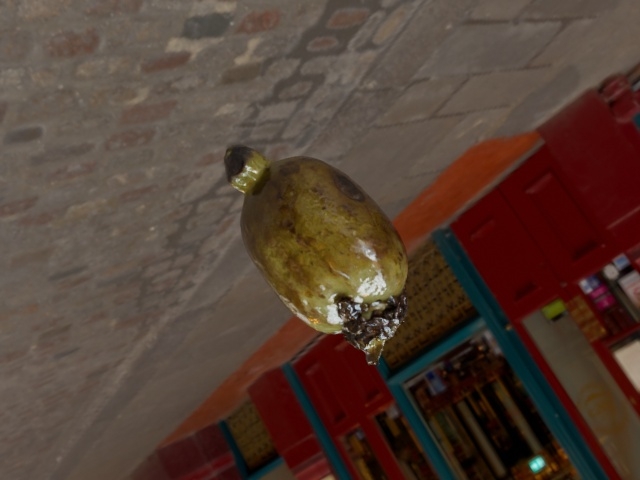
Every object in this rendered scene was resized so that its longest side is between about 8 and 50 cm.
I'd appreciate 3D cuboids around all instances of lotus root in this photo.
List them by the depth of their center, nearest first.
[{"bbox_3d":[0.000,0.000,0.923,0.169,0.314,0.141,-39,179,33],"label":"lotus root"}]
